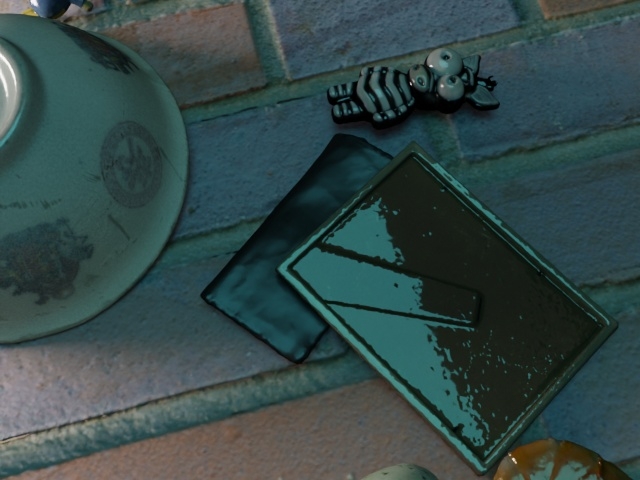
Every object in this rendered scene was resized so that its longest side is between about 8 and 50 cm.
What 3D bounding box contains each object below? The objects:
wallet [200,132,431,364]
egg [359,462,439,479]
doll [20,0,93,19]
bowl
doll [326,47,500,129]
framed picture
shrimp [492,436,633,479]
[{"bbox_3d":[0.000,-0.001,0.929,0.146,0.030,0.285,32,71,17],"label":"wallet"},{"bbox_3d":[0.061,0.290,0.750,0.131,0.131,0.164,27,47,13],"label":"egg"},{"bbox_3d":[-0.343,-0.356,1.074,0.102,0.089,0.179,41,98,18],"label":"doll"},{"bbox_3d":[-0.381,-0.114,0.889,0.434,0.196,0.435,-1,70,3],"label":"bowl"},{"bbox_3d":[0.119,-0.192,0.986,0.219,0.067,0.091,-10,62,-4],"label":"doll"},{"bbox_3d":[0.141,0.065,0.881,0.324,0.020,0.240,43,75,12],"label":"framed picture"},{"bbox_3d":[0.292,0.316,0.759,0.287,0.063,0.152,37,75,20],"label":"shrimp"}]
